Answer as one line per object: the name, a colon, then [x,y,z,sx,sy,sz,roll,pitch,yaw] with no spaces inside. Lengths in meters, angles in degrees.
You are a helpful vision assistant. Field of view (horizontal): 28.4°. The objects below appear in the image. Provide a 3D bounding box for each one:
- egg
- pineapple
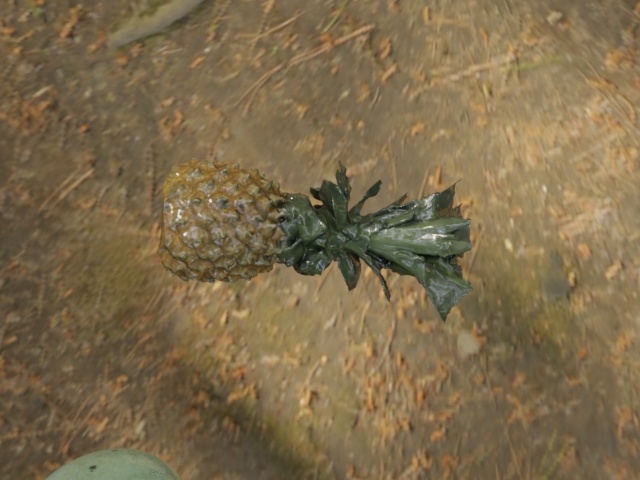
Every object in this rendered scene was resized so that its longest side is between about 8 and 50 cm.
egg: [-0.258,0.337,1.501,0.169,0.236,0.169,13,110,37]
pineapple: [0.000,0.000,1.111,0.277,0.119,0.130,5,80,-1]
